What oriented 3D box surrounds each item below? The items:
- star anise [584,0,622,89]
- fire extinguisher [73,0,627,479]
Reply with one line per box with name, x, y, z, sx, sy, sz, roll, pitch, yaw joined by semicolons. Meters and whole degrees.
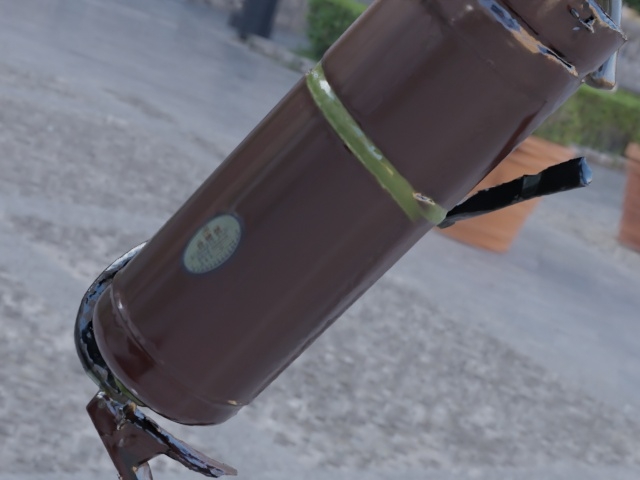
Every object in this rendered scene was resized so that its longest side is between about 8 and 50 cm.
star anise;0.171;-0.283;0.732;0.350;0.292;0.109;59;8;-18
fire extinguisher;0.000;0.000;0.640;0.141;0.341;0.105;47;17;8
